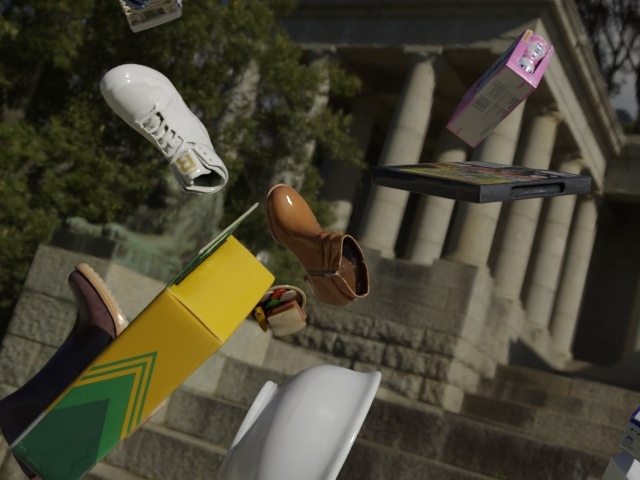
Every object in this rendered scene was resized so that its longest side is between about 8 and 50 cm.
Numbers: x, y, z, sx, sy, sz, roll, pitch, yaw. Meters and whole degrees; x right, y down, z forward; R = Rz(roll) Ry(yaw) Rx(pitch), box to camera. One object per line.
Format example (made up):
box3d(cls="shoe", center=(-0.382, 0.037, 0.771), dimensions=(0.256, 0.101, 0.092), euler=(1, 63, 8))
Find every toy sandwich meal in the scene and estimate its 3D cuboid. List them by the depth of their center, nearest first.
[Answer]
box3d(cls="toy sandwich meal", center=(-0.054, 0.093, 1.117), dimensions=(0.085, 0.029, 0.085), euler=(-12, -42, -11))

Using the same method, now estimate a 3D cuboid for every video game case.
box3d(cls="video game case", center=(0.265, -0.101, 1.435), dimensions=(0.248, 0.035, 0.275), euler=(-6, 13, -33))

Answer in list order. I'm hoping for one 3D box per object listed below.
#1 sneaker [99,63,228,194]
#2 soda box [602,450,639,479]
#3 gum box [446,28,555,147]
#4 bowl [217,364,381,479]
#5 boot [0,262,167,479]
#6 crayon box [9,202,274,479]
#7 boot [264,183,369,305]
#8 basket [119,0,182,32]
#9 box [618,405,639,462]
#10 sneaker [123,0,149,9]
box3d(cls="sneaker", center=(-0.262, -0.187, 1.512), dimensions=(0.169, 0.108, 0.292), euler=(58, 11, 31))
box3d(cls="soda box", center=(0.514, 0.406, 1.244), dimensions=(0.216, 0.069, 0.074), euler=(54, -20, 38))
box3d(cls="gum box", center=(0.295, -0.249, 1.390), dimensions=(0.062, 0.107, 0.188), euler=(36, -36, -5))
box3d(cls="bowl", center=(-0.043, 0.276, 1.115), dimensions=(0.134, 0.298, 0.298), euler=(28, -12, 5))
box3d(cls="boot", center=(-0.347, 0.172, 1.144), dimensions=(0.207, 0.248, 0.090), euler=(-26, -13, -15))
box3d(cls="crayon box", center=(-0.173, 0.115, 0.935), dimensions=(0.083, 0.323, 0.203), euler=(45, 20, -3))
box3d(cls="boot", center=(0.000, 0.000, 1.200), dimensions=(0.197, 0.073, 0.152), euler=(62, -21, -7))
box3d(cls="basket", center=(-0.360, -0.530, 1.745), dimensions=(0.113, 0.167, 0.103), euler=(-18, -38, 6))
box3d(cls="box", center=(0.491, 0.246, 1.186), dimensions=(0.072, 0.126, 0.137), euler=(40, -17, 27))
box3d(cls="sneaker", center=(-0.334, -0.453, 1.560), dimensions=(0.053, 0.059, 0.144), euler=(35, 4, -11))
